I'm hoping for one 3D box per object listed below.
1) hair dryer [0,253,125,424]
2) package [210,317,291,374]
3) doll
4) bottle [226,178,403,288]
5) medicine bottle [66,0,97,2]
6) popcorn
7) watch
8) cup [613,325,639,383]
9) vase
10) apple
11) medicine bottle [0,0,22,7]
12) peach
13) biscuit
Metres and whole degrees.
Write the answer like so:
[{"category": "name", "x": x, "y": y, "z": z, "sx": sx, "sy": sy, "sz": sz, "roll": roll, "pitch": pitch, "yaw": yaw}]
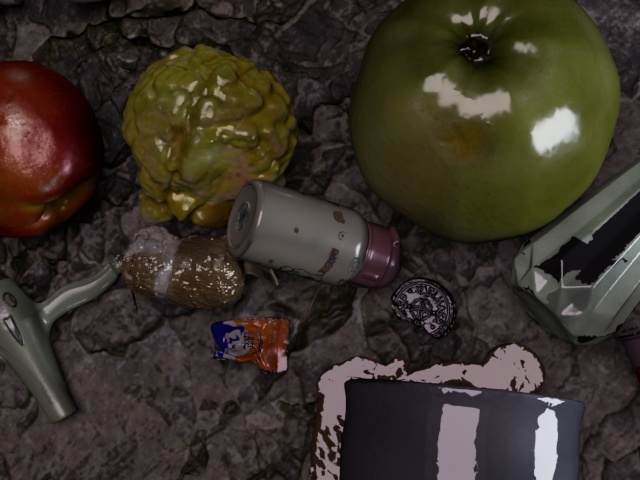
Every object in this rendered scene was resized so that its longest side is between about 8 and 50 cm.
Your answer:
[{"category": "hair dryer", "x": -0.355, "y": 0.140, "z": 1.589, "sx": 0.225, "sy": 0.088, "sz": 0.219, "roll": -9, "pitch": 84, "yaw": -10}, {"category": "package", "x": -0.096, "y": 0.142, "z": 1.567, "sx": 0.111, "sy": 0.033, "sz": 0.077, "roll": 3, "pitch": 55, "yaw": -6}, {"category": "doll", "x": -0.161, "y": 0.038, "z": 1.557, "sx": 0.221, "sy": 0.105, "sz": 0.115, "roll": 0, "pitch": 113, "yaw": 1}, {"category": "bottle", "x": 0.000, "y": 0.000, "z": 1.509, "sx": 0.233, "sy": 0.110, "sz": 0.110, "roll": 17, "pitch": 79, "yaw": -25}, {"category": "medicine bottle", "x": -0.328, "y": -0.503, "z": 1.610, "sx": 0.252, "sy": 0.252, "sz": 0.241, "roll": -27, "pitch": 78, "yaw": 1}, {"category": "popcorn", "x": -0.156, "y": -0.145, "z": 1.547, "sx": 0.259, "sy": 0.259, "sz": 0.212, "roll": -15, "pitch": 50, "yaw": 4}, {"category": "watch", "x": 0.138, "y": 0.257, "z": 1.365, "sx": 0.335, "sy": 0.327, "sz": 0.314, "roll": 5, "pitch": 79, "yaw": 8}, {"category": "cup", "x": 0.501, "y": 0.225, "z": 1.412, "sx": 0.203, "sy": 0.203, "sz": 0.288, "roll": -18, "pitch": 83, "yaw": 3}, {"category": "vase", "x": 0.412, "y": -0.029, "z": 1.483, "sx": 0.360, "sy": 0.165, "sz": 0.165, "roll": -44, "pitch": 77, "yaw": -7}, {"category": "apple", "x": 0.208, "y": -0.171, "z": 1.448, "sx": 0.357, "sy": 0.357, "sz": 0.357, "roll": -1, "pitch": 79, "yaw": 7}, {"category": "medicine bottle", "x": -0.517, "y": -0.376, "z": 1.695, "sx": 0.140, "sy": 0.079, "sz": 0.079, "roll": -2, "pitch": 79, "yaw": 7}, {"category": "peach", "x": -0.415, "y": -0.127, "z": 1.574, "sx": 0.243, "sy": 0.199, "sz": 0.243, "roll": -1, "pitch": 86, "yaw": 20}, {"category": "biscuit", "x": 0.140, "y": 0.093, "z": 1.550, "sx": 0.087, "sy": 0.027, "sz": 0.089, "roll": -12, "pitch": 78, "yaw": 3}]
